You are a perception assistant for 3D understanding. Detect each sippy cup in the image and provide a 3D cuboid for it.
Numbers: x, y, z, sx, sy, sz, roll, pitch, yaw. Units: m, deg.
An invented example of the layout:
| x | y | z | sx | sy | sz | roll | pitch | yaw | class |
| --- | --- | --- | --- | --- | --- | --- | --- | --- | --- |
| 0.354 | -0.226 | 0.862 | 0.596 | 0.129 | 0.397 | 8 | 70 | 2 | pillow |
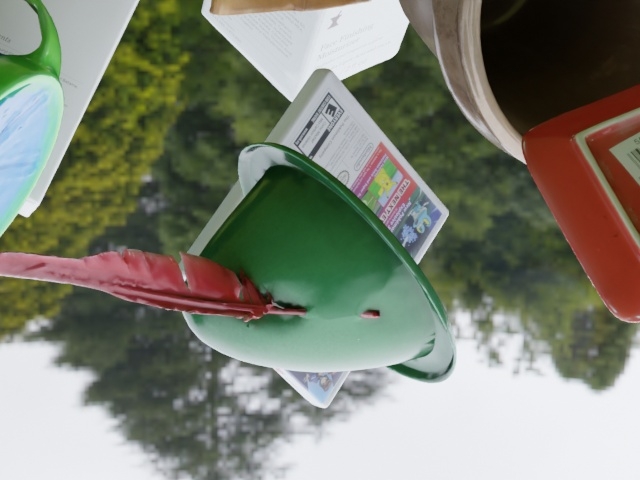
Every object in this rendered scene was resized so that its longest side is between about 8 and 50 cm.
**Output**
| x | y | z | sx | sy | sz | roll | pitch | yaw | class |
| --- | --- | --- | --- | --- | --- | --- | --- | --- | --- |
| -0.380 | -0.103 | 1.231 | 0.224 | 0.240 | 0.305 | 32 | -134 | 8 | sippy cup |

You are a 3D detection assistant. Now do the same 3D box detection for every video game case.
| x | y | z | sx | sy | sz | roll | pitch | yaw | class |
| --- | --- | --- | --- | --- | --- | --- | --- | --- | --- |
| 0.000 | 0.000 | 1.111 | 0.023 | 0.183 | 0.201 | 10 | -119 | 49 | video game case |

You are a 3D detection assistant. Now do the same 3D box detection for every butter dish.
| x | y | z | sx | sy | sz | roll | pitch | yaw | class |
| --- | --- | --- | --- | --- | --- | --- | --- | --- | --- |
| 0.226 | -0.013 | 0.879 | 0.160 | 0.118 | 0.160 | -22 | -125 | -1 | butter dish |

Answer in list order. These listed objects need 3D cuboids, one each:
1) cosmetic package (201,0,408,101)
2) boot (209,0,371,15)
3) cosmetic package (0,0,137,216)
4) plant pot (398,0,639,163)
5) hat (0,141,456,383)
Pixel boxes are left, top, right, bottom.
| x | y | z | sx | sy | sz | roll | pitch | yaw | class |
| --- | --- | --- | --- | --- | --- | --- | --- | --- | --- |
| 0.000 | -0.266 | 1.386 | 0.151 | 0.184 | 0.151 | -30 | -114 | -34 | cosmetic package |
| -0.065 | -0.313 | 1.072 | 0.264 | 0.281 | 0.096 | -7 | -156 | -35 | boot |
| -0.287 | -0.224 | 1.475 | 0.155 | 0.366 | 0.197 | 27 | 173 | -12 | cosmetic package |
| 0.168 | -0.195 | 1.084 | 0.263 | 0.263 | 0.229 | -7 | -160 | -24 | plant pot |
| -0.056 | 0.058 | 0.816 | 0.183 | 0.208 | 0.173 | -41 | 172 | -21 | hat |
